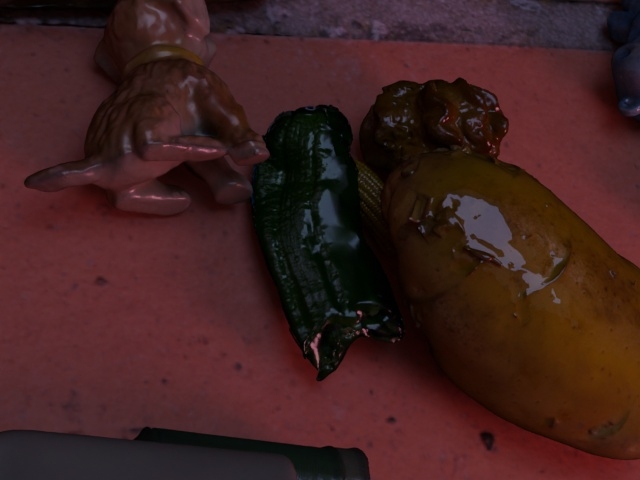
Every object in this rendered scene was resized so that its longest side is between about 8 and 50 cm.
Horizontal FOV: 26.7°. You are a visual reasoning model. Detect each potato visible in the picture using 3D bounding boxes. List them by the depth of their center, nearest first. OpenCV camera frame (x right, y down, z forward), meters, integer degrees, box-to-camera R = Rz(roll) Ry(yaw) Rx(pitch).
[{"bbox_3d":[0.163,0.050,1.037,0.300,0.140,0.173,40,62,-9],"label":"potato"}]

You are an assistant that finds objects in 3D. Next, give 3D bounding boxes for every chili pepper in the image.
[{"bbox_3d":[0.000,0.001,1.042,0.098,0.061,0.224,-9,67,-6],"label":"chili pepper"}]

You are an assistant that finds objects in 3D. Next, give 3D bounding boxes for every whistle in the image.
[{"bbox_3d":[0.360,-0.208,1.301,0.180,0.093,0.269,15,56,39],"label":"whistle"}]

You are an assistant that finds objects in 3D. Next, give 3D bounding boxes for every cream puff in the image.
[{"bbox_3d":[0.094,-0.092,1.122,0.094,0.122,0.116,67,18,13],"label":"cream puff"}]

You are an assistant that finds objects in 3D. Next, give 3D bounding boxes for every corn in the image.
[{"bbox_3d":[0.044,-0.028,1.097,0.037,0.037,0.092,-28,73,-35],"label":"corn"}]

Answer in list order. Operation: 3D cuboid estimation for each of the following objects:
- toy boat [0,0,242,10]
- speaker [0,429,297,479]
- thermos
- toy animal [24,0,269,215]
[{"bbox_3d":[-0.200,-0.276,1.077,0.445,0.136,0.162,-5,67,-26],"label":"toy boat"},{"bbox_3d":[-0.119,0.293,0.693,0.184,0.183,0.406,13,42,-13],"label":"speaker"},{"bbox_3d":[-0.065,0.160,0.904,0.187,0.073,0.083,10,58,-19],"label":"thermos"},{"bbox_3d":[-0.148,-0.117,1.024,0.183,0.104,0.185,-3,65,-28],"label":"toy animal"}]
